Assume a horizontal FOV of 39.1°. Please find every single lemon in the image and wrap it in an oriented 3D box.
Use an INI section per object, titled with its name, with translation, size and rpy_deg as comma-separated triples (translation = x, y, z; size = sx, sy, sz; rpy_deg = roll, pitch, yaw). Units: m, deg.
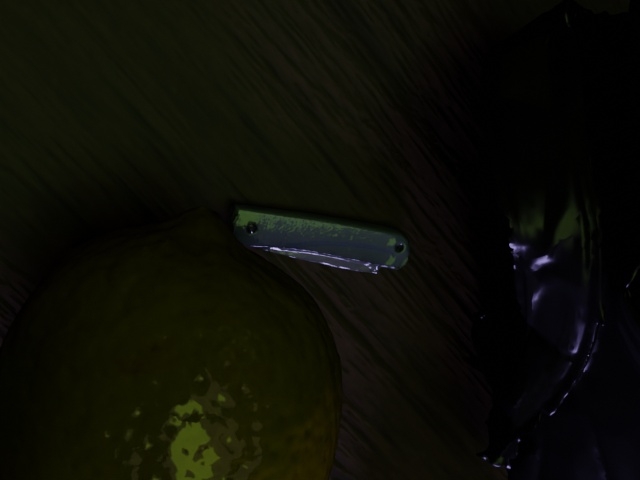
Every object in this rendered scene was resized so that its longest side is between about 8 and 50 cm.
[lemon]
translation = -0.105, 0.121, 0.628
size = 0.267, 0.267, 0.267
rpy_deg = -5, 105, -17

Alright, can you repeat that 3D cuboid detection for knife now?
[knife]
translation = 0.000, 0.000, 0.750
size = 0.162, 0.023, 0.044
rpy_deg = 9, 105, -21

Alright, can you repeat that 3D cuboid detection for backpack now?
[backpack]
translation = 0.261, 0.030, 0.693
size = 0.255, 0.363, 0.445
rpy_deg = -18, 98, -38
